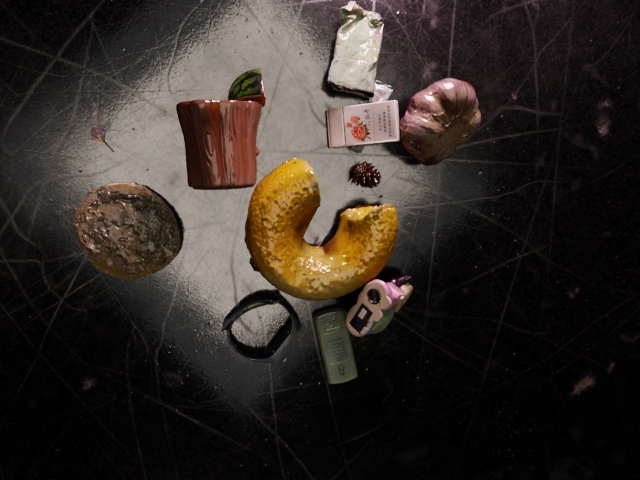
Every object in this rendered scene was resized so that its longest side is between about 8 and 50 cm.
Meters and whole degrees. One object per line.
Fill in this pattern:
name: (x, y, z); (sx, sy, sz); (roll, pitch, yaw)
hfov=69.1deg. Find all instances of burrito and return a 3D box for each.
burrito: (0.096, -0.514, 1.264); (0.144, 0.089, 0.228); (6, 98, -23)

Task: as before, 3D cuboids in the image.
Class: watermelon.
watermelon: (-0.173, -0.406, 1.244); (0.094, 0.125, 0.135); (45, 53, -37)

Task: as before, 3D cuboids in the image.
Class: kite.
kite: (-0.579, -0.274, 1.242); (0.078, 0.002, 0.044); (29, 93, -10)

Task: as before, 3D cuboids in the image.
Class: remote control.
remote control: (0.047, 0.319, 1.404); (0.098, 0.038, 0.233); (-14, 101, -6)

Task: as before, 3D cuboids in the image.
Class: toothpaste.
toothpaste: (0.143, -0.350, 1.321); (0.056, 0.036, 0.205); (23, 91, -4)

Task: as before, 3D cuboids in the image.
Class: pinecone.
pinecone: (0.133, -0.183, 1.323); (0.083, 0.077, 0.077); (26, 94, -11)

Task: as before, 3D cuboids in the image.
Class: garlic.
garlic: (0.319, -0.334, 1.275); (0.245, 0.160, 0.244); (-20, 144, -16)

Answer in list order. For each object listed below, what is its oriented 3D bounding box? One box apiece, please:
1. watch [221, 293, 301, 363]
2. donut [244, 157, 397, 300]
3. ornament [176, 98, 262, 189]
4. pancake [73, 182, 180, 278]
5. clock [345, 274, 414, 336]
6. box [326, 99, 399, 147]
watch: (-0.167, 0.250, 1.349); (0.193, 0.068, 0.206); (37, 94, -12)
donut: (0.000, 0.000, 1.286); (0.435, 0.163, 0.377); (21, 96, -11)
ornament: (-0.264, -0.244, 1.201); (0.221, 0.235, 0.217); (2, 102, 16)
pancake: (-0.521, -0.025, 1.264); (0.283, 0.049, 0.282); (-1, 98, -7)
clock: (0.178, 0.183, 1.341); (0.100, 0.196, 0.194); (43, 118, 26)
box: (0.116, -0.316, 1.275); (0.199, 0.029, 0.109); (-1, 100, 23)
